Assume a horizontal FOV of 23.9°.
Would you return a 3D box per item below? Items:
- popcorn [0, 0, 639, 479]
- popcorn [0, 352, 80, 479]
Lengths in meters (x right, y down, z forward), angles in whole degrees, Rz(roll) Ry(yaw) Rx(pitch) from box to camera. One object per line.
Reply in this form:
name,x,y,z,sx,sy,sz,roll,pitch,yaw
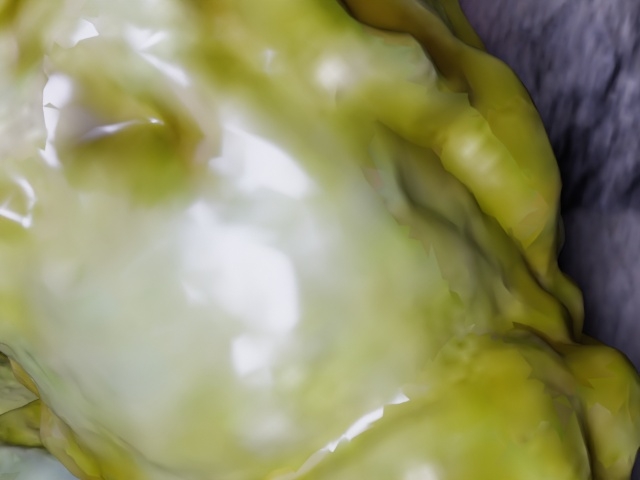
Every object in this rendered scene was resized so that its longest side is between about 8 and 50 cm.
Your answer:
popcorn,0.000,0.000,0.484,0.173,0.225,0.286,-33,82,21
popcorn,-0.152,0.187,0.670,0.312,0.312,0.312,-30,56,60
